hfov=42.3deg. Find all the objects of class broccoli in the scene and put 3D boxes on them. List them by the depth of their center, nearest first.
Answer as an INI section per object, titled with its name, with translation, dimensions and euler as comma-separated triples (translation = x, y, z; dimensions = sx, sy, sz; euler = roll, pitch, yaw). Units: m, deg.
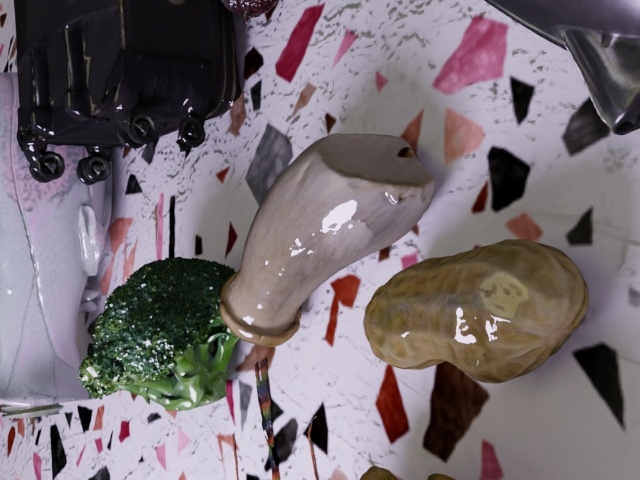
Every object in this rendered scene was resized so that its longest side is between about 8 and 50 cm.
[broccoli]
translation = -0.153, 0.097, 0.835
dimensions = 0.195, 0.195, 0.156
euler = -11, 96, 51

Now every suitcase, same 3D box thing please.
[suitcase]
translation = -0.230, -0.297, 0.941
dimensions = 0.283, 0.194, 0.434
euler = -10, 85, 46

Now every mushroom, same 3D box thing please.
[mushroom]
translation = -0.006, -0.008, 0.713
dimensions = 0.247, 0.108, 0.096
euler = -46, 13, 35

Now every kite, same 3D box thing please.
[kite]
translation = -0.042, 0.234, 0.790
dimensions = 0.198, 0.006, 0.244
euler = -25, 65, 48

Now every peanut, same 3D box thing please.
[peanut]
translation = 0.102, 0.051, 0.577
dimensions = 0.194, 0.083, 0.093
euler = -22, 102, 53

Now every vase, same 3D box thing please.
[vase]
translation = -0.396, 0.009, 1.098
dimensions = 0.250, 0.249, 0.446
euler = -12, 81, 50

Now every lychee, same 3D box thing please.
[lychee]
translation = -0.072, -0.266, 0.865
dimensions = 0.067, 0.068, 0.083
euler = -5, 73, 9

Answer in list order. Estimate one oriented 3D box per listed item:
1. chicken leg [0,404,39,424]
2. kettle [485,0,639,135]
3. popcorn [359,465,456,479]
[chicken leg]
translation = -0.445, 0.196, 1.262
dimensions = 0.196, 0.080, 0.125
euler = -52, 57, 23
[kettle]
translation = 0.198, -0.186, 0.437
dimensions = 0.271, 0.250, 0.207
euler = 56, 157, 31
[popcorn]
translation = 0.026, 0.265, 0.533
dimensions = 0.250, 0.190, 0.250
euler = -59, 11, 19
